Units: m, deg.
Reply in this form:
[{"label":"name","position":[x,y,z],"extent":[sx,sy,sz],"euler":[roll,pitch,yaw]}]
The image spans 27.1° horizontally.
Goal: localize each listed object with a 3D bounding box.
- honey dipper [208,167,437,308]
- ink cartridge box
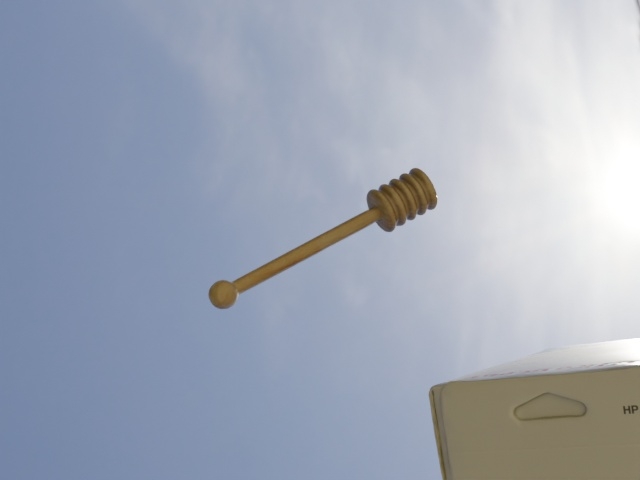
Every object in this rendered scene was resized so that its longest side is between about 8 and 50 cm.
[{"label":"honey dipper","position":[0.000,0.000,0.829],"extent":[0.161,0.030,0.030],"euler":[-26,-81,-19]},{"label":"ink cartridge box","position":[0.108,0.068,0.507],"extent":[0.122,0.089,0.052],"euler":[-3,-96,-60]}]
